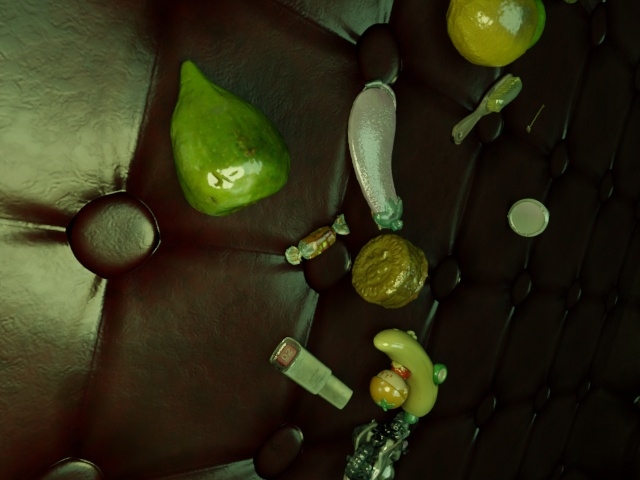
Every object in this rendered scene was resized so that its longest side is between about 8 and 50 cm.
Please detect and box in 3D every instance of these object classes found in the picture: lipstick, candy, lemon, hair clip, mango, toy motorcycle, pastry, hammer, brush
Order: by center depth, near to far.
[{"bbox_3d":[0.000,0.000,1.076,0.182,0.046,0.053,-36,121,-23],"label":"candy"},{"bbox_3d":[0.132,-0.196,1.112,0.095,0.110,0.359,-56,141,-68],"label":"hair clip"},{"bbox_3d":[-0.013,0.333,1.144,0.079,0.077,0.253,-54,128,-13],"label":"lipstick"},{"bbox_3d":[0.166,0.074,1.144,0.103,0.188,0.189,28,85,-36],"label":"pastry"},{"bbox_3d":[0.427,-0.546,1.160,0.260,0.204,0.204,28,84,-26],"label":"lemon"},{"bbox_3d":[0.588,-0.627,1.332,0.119,0.100,0.178,39,70,-37],"label":"mango"},{"bbox_3d":[0.162,0.623,1.342,0.327,0.143,0.188,-6,113,-54],"label":"toy motorcycle"},{"bbox_3d":[0.489,-0.383,1.349,0.313,0.067,0.072,-43,127,-19],"label":"brush"},{"bbox_3d":[0.721,-0.412,1.560,0.123,0.014,0.029,-54,138,-17],"label":"hammer"}]

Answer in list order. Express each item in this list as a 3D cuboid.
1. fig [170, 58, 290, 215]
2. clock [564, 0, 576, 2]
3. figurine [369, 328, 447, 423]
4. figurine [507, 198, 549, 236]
[{"bbox_3d":[-0.179,-0.185,0.799,0.206,0.206,0.275,-26,97,-31],"label":"fig"},{"bbox_3d":[0.760,-0.855,1.431,0.237,0.057,0.237,-14,112,-38],"label":"clock"},{"bbox_3d":[0.229,0.387,1.328,0.222,0.124,0.324,-46,123,-20],"label":"figurine"},{"bbox_3d":[0.733,-0.088,1.610,0.153,0.132,0.132,-15,113,-50],"label":"figurine"}]
